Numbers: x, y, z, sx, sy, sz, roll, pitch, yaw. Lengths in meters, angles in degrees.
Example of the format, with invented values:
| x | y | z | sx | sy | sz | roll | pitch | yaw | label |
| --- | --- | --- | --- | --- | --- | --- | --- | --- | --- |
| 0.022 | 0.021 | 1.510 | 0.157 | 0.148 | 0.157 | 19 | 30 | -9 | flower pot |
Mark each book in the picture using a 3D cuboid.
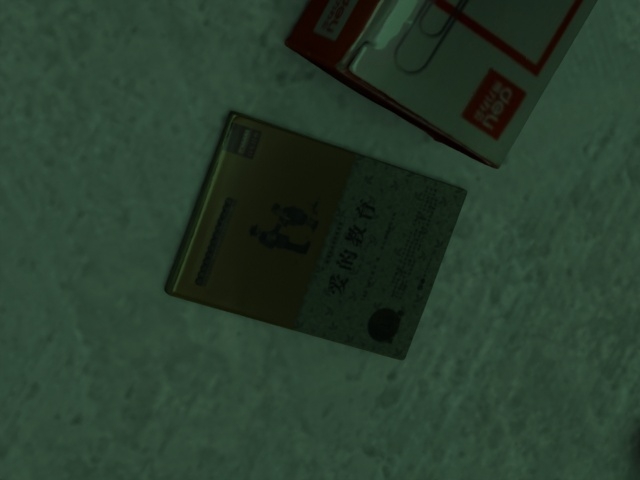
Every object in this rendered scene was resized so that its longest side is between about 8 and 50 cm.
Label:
| x | y | z | sx | sy | sz | roll | pitch | yaw | label |
| --- | --- | --- | --- | --- | --- | --- | --- | --- | --- |
| 0.000 | 0.000 | 1.145 | 0.172 | 0.012 | 0.118 | 17 | 97 | -27 | book |

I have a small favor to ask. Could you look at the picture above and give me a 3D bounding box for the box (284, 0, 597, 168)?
| x | y | z | sx | sy | sz | roll | pitch | yaw | label |
| --- | --- | --- | --- | --- | --- | --- | --- | --- | --- |
| 0.088 | -0.152 | 1.090 | 0.133 | 0.099 | 0.182 | 32 | 91 | -30 | box |
